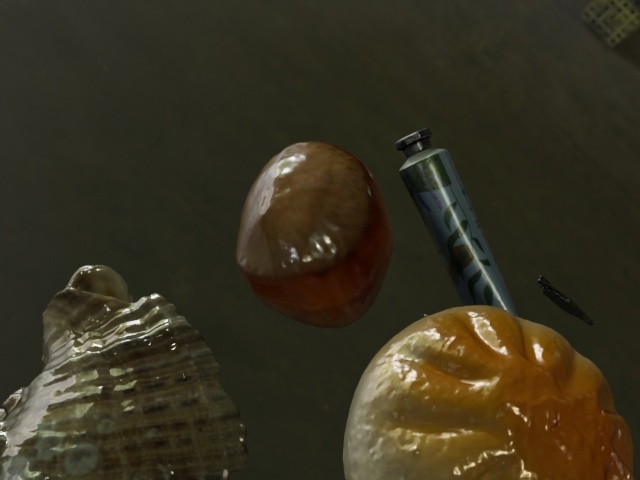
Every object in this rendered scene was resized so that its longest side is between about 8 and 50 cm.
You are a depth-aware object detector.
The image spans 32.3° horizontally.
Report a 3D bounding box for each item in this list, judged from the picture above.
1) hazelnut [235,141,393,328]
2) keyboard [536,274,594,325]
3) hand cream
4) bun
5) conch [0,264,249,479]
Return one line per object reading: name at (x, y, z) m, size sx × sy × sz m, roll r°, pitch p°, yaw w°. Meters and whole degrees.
hazelnut at (0.000, 0.000, 1.266) m, size 0.214 × 0.176 × 0.214 m, roll 9°, pitch 80°, yaw -64°
keyboard at (0.357, 0.091, 1.606) m, size 0.060 × 0.018 × 0.195 m, roll 37°, pitch 3°, yaw 27°
hand cream at (0.155, 0.008, 1.199) m, size 0.058 × 0.091 × 0.271 m, roll -25°, pitch 91°, yaw -25°
bun at (0.173, 0.190, 1.023) m, size 0.299 × 0.165 × 0.299 m, roll 13°, pitch 59°, yaw -22°
conch at (-0.124, 0.137, 0.615) m, size 0.178 × 0.245 × 0.163 m, roll 6°, pitch -3°, yaw 10°
